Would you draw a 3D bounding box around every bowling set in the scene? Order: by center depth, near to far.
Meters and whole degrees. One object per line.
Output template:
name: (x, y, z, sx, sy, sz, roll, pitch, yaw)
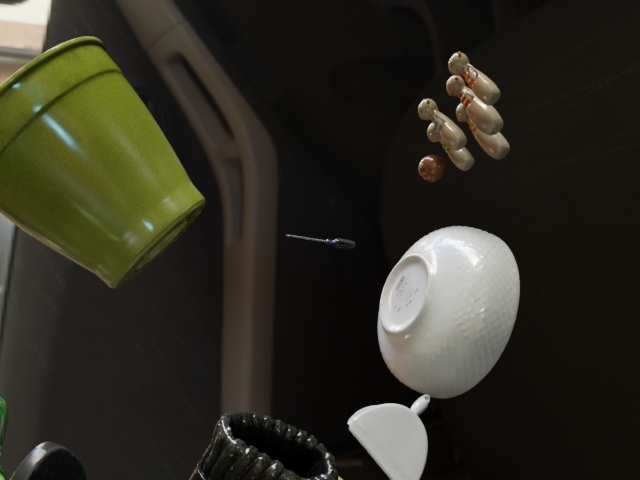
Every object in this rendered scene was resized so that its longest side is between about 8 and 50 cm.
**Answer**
bowling set: (0.247, -0.229, 1.645, 0.154, 0.200, 0.287, 54, 177, 28)

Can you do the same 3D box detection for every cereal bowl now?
cereal bowl: (0.214, 0.123, 1.600, 0.339, 0.141, 0.339, -44, 35, 43)

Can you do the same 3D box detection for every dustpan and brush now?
dustpan and brush: (0.136, 0.306, 1.367, 0.147, 0.211, 0.060, 50, 138, 5)

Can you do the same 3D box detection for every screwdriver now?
screwdriver: (0.000, 0.000, 1.964, 0.025, 0.170, 0.024, -164, 83, -79)

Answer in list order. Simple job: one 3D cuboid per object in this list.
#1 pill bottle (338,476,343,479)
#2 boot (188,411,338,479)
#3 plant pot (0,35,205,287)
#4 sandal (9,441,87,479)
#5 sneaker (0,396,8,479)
pill bottle: (-0.029, 0.451, 1.465, 0.246, 0.136, 0.136, 21, 108, 61)
boot: (-0.174, 0.329, 1.037, 0.260, 0.348, 0.131, -57, 40, 29)
plant pot: (-0.412, -0.112, 1.526, 0.353, 0.366, 0.366, 46, 148, -2)
sandal: (-0.413, 0.450, 1.149, 0.107, 0.167, 0.445, 23, 123, 19)
sneaker: (-0.549, 0.386, 1.354, 0.109, 0.123, 0.295, 61, -157, -48)
